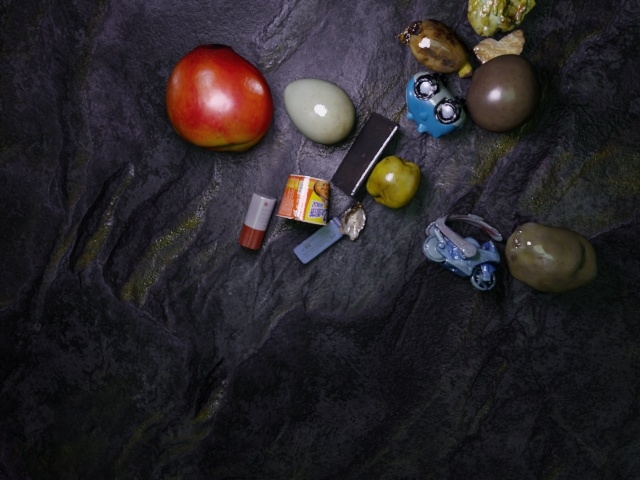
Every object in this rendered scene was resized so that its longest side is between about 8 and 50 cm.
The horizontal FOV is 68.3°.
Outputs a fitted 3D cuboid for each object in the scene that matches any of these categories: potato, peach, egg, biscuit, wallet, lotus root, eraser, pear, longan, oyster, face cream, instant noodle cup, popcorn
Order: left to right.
[{"bbox_3d":[-0.364,-0.508,1.700,0.388,0.388,0.388,1,100,6],"label":"peach"},{"bbox_3d":[-0.255,-0.079,1.894,0.096,0.096,0.214,20,102,2],"label":"face cream"},{"bbox_3d":[-0.056,-0.157,1.815,0.213,0.213,0.174,11,93,4],"label":"instant noodle cup"},{"bbox_3d":[-0.008,-0.483,1.739,0.295,0.218,0.218,38,102,12],"label":"egg"},{"bbox_3d":[0.000,0.000,1.914,0.225,0.036,0.082,-37,93,11],"label":"eraser"},{"bbox_3d":[0.130,-0.083,1.878,0.103,0.051,0.148,26,103,-18],"label":"oyster"},{"bbox_3d":[0.167,-0.324,1.793,0.044,0.170,0.321,25,103,-40],"label":"wallet"},{"bbox_3d":[0.277,-0.220,1.770,0.200,0.200,0.200,1,100,6],"label":"pear"},{"bbox_3d":[0.426,-0.686,1.683,0.314,0.169,0.141,31,133,-5],"label":"lotus root"},{"bbox_3d":[0.648,-0.684,1.716,0.183,0.061,0.118,-12,100,10],"label":"biscuit"},{"bbox_3d":[0.619,-0.819,1.637,0.221,0.183,0.204,-32,109,-3],"label":"popcorn"},{"bbox_3d":[0.637,-0.509,1.654,0.258,0.258,0.258,1,100,6],"label":"longan"},{"bbox_3d":[0.844,0.068,1.748,0.326,0.221,0.243,10,112,-6],"label":"potato"}]

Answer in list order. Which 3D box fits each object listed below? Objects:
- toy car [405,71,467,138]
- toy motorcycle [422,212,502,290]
[{"bbox_3d":[0.404,-0.484,1.716,0.255,0.188,0.190,50,124,0],"label":"toy car"},{"bbox_3d":[0.558,0.024,1.787,0.319,0.182,0.241,32,101,1],"label":"toy motorcycle"}]
